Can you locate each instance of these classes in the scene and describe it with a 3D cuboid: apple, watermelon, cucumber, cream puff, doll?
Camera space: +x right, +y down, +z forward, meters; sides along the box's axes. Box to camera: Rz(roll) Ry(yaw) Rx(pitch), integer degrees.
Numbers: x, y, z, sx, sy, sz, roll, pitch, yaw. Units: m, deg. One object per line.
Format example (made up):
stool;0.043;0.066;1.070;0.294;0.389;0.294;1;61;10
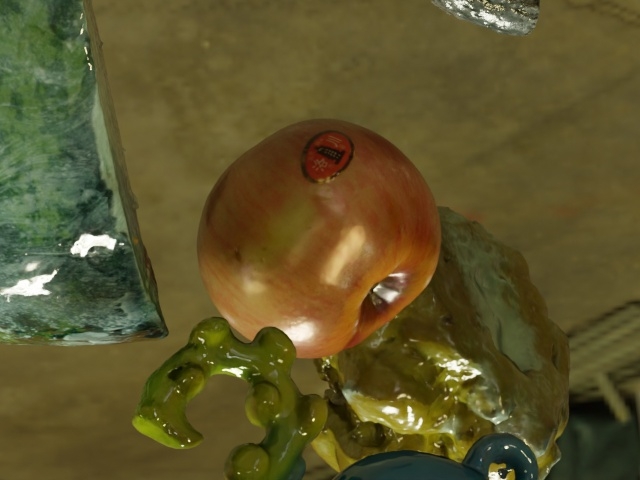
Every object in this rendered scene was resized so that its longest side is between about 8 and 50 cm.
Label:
apple;0.000;0.000;1.170;0.209;0.164;0.209;-33;155;-18
watermelon;-0.206;-0.076;0.790;0.289;0.213;0.320;-3;135;22
cucumber;0.171;-0.248;1.478;0.112;0.064;0.064;21;150;-17
cream puff;0.112;0.153;1.679;0.275;0.378;0.378;-32;145;30
doll;0.005;0.221;0.779;0.346;0.341;0.099;46;154;-6
